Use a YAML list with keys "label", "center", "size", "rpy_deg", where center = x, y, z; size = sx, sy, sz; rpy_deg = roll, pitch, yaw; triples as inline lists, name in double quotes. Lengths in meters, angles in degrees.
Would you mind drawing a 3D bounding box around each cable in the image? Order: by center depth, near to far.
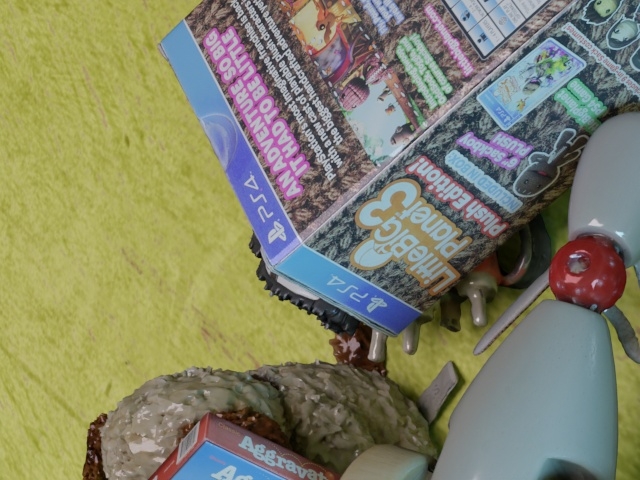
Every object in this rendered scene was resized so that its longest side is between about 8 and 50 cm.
- label: "cable"
  center: [0.084, -0.058, 1.125]
  size: [0.139, 0.072, 0.287]
  rpy_deg: [-20, 65, 36]

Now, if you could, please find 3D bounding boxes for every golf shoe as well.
- label: "golf shoe"
  center: [0.000, 0.000, 1.185]
  size: [0.094, 0.077, 0.198]
  rpy_deg: [-54, 25, 11]

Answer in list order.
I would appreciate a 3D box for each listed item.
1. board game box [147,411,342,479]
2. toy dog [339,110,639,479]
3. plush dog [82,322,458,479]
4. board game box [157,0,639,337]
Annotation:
- label: "board game box"
  center: [0.012, 0.213, 0.995]
  size: [0.145, 0.281, 0.027]
  rpy_deg: [-48, 23, 34]
- label: "toy dog"
  center: [0.155, 0.101, 0.934]
  size: [0.333, 0.161, 0.220]
  rpy_deg: [-45, 49, -9]
- label: "plush dog"
  center: [-0.043, 0.147, 1.111]
  size: [0.262, 0.225, 0.210]
  rpy_deg: [-16, 69, 49]
- label: "board game box"
  center: [0.071, -0.126, 1.040]
  size: [0.291, 0.141, 0.232]
  rpy_deg: [-41, 49, 16]
